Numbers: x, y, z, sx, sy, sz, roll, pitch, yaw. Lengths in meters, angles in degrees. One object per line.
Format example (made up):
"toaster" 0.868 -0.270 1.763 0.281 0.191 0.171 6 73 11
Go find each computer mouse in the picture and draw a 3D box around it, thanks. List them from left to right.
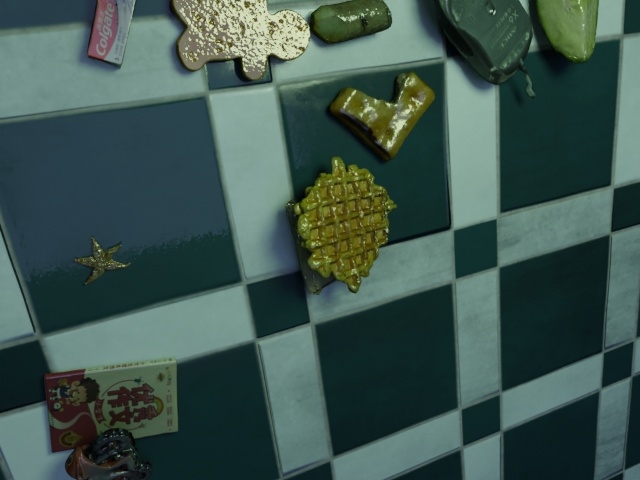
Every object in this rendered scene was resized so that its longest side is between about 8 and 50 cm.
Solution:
"computer mouse" 0.338 -0.425 0.997 0.167 0.090 0.379 -49 121 -2

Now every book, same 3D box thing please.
"book" -0.396 0.316 0.948 0.231 0.022 0.162 -2 107 -20

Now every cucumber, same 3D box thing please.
"cucumber" 0.513 -0.539 1.028 0.145 0.105 0.325 -36 117 -38

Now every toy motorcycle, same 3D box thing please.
"toy motorcycle" -0.399 0.423 0.930 0.118 0.084 0.212 -21 137 -17

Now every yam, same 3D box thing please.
"yam" 0.055 -0.402 0.899 0.146 0.070 0.070 -20 111 -17

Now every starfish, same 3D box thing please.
"starfish" -0.390 0.041 0.878 0.092 0.016 0.086 14 101 -27

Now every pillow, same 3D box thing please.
"pillow" 0.000 0.000 0.996 0.119 0.053 0.208 -21 112 -25

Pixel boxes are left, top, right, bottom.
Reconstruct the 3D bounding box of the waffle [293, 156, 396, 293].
"waffle" 0.051 -0.032 0.957 0.238 0.058 0.243 47 61 -38

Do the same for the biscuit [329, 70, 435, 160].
"biscuit" 0.131 -0.274 0.983 0.174 0.039 0.183 39 88 -24

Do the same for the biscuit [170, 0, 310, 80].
"biscuit" -0.135 -0.362 0.854 0.240 0.035 0.158 -2 108 -21

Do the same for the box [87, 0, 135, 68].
"box" -0.317 -0.389 0.771 0.055 0.039 0.218 13 100 -25
